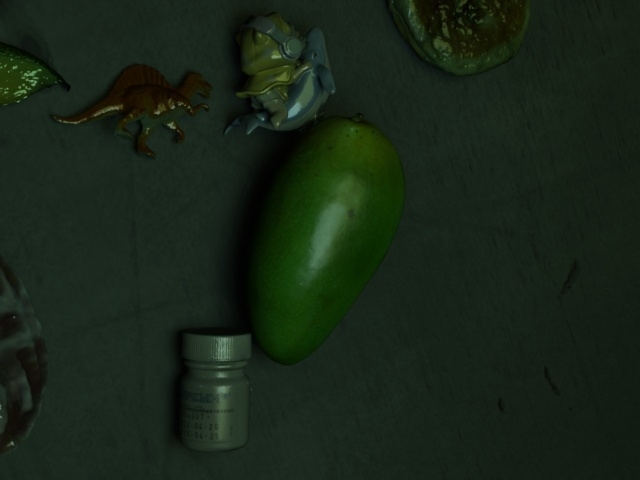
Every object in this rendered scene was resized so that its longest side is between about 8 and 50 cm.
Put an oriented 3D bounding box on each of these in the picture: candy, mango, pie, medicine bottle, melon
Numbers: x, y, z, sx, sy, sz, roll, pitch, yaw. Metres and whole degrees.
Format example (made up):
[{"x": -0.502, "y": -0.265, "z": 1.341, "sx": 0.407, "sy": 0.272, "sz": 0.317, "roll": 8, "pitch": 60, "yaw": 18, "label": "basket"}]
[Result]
[{"x": -0.456, "y": 0.128, "z": 1.139, "sx": 0.214, "sy": 0.157, "sz": 0.289, "roll": -25, "pitch": 99, "yaw": -43, "label": "candy"}, {"x": 0.000, "y": 0.000, "z": 1.380, "sx": 0.201, "sy": 0.225, "sz": 0.381, "roll": 19, "pitch": 88, "yaw": 10, "label": "mango"}, {"x": 0.240, "y": -0.420, "z": 1.586, "sx": 0.303, "sy": 0.067, "sz": 0.302, "roll": -1, "pitch": 92, "yaw": -31, "label": "pie"}, {"x": -0.152, "y": 0.214, "z": 1.357, "sx": 0.105, "sy": 0.105, "sz": 0.168, "roll": 1, "pitch": 92, "yaw": -31, "label": "medicine bottle"}, {"x": -0.445, "y": -0.204, "z": 1.192, "sx": 0.262, "sy": 0.053, "sz": 0.113, "roll": -6, "pitch": 103, "yaw": -31, "label": "melon"}]

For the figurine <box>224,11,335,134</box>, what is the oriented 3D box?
[{"x": -0.065, "y": -0.237, "z": 1.379, "sx": 0.184, "sy": 0.128, "sz": 0.208, "roll": 46, "pitch": 74, "yaw": -22, "label": "figurine"}]

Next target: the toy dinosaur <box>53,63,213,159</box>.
[{"x": -0.250, "y": -0.197, "z": 1.308, "sx": 0.212, "sy": 0.057, "sz": 0.142, "roll": 20, "pitch": 71, "yaw": -32, "label": "toy dinosaur"}]
